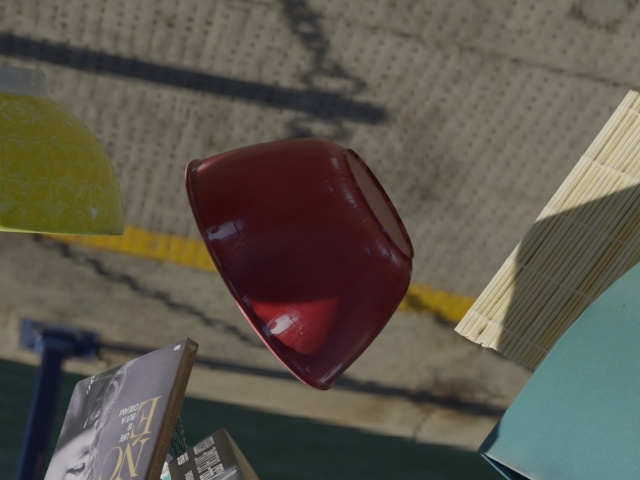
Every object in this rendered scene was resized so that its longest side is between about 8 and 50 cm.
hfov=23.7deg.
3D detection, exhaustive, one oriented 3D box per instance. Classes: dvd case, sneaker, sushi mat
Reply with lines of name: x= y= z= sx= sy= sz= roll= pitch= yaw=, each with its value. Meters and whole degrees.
dvd case: x=-0.178 y=0.193 z=1.214 sx=0.018 sy=0.221 sz=0.164 roll=34 pitch=143 yaw=-29
sneaker: x=-0.196 y=0.255 z=1.956 sx=0.166 sy=0.076 sz=0.065 roll=46 pitch=152 yaw=-12
sushi mat: x=0.270 y=-0.008 z=1.450 sx=0.151 sy=0.316 sz=0.019 roll=25 pitch=161 yaw=44

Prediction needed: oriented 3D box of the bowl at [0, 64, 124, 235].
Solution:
bowl: x=-0.331 y=-0.091 z=1.487 sx=0.289 sy=0.156 sz=0.289 roll=4 pitch=-178 yaw=0

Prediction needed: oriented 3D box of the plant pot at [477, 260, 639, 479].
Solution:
plant pot: x=0.280 y=0.134 z=1.249 sx=0.165 sy=0.234 sz=0.166 roll=24 pitch=167 yaw=39

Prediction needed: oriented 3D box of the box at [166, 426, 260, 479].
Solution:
box: x=-0.030 y=0.346 z=1.476 sx=0.307 sy=0.076 sz=0.242 roll=57 pitch=176 yaw=-9

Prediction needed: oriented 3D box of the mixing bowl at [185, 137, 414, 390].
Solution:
mixing bowl: x=0.000 y=0.000 z=1.029 sx=0.098 sy=0.181 sz=0.181 roll=-30 pitch=138 yaw=13
